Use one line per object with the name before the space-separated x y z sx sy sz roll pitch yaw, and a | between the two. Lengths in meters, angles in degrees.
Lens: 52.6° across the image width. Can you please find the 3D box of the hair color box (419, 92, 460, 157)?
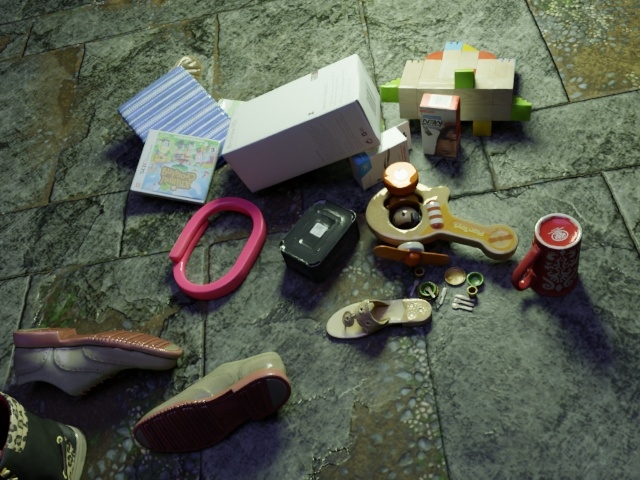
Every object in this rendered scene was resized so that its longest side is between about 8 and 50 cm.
hair color box | 0.306 -0.290 1.645 0.093 0.167 0.053 9 57 20

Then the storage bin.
storage bin | 0.000 0.000 1.567 0.122 0.084 0.180 27 66 29

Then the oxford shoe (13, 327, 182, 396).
oxford shoe | -0.511 0.282 1.490 0.396 0.140 0.147 2 87 10

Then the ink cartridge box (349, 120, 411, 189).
ink cartridge box | 0.168 -0.219 1.668 0.180 0.104 0.060 -28 52 -6

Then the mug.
mug | 0.486 0.042 1.363 0.113 0.169 0.150 27 65 28

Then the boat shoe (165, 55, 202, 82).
boat shoe | -0.469 -0.430 1.990 0.098 0.109 0.302 -3 58 57

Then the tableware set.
tableware set | 0.285 0.096 1.465 0.154 0.024 0.104 13 59 23

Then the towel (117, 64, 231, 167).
towel | -0.397 -0.330 1.872 0.243 0.040 0.336 -38 74 -11

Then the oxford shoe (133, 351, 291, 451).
oxford shoe | -0.228 0.343 1.383 0.348 0.123 0.130 -20 27 1

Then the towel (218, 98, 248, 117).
towel | -0.252 -0.380 1.938 0.151 0.023 0.113 9 59 19

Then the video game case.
video game case | -0.399 -0.205 1.795 0.212 0.023 0.194 10 72 6

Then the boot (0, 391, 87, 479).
boot | -0.579 0.496 1.229 0.138 0.284 0.378 -6 53 10

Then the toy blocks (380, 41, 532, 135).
toy blocks | 0.375 -0.438 1.751 0.381 0.191 0.261 4 45 16

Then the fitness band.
fitness band | -0.257 0.017 1.643 0.208 0.054 0.291 15 61 20

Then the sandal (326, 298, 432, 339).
sandal | 0.123 0.154 1.429 0.239 0.079 0.088 -9 54 8

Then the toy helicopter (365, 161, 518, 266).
toy helicopter | 0.271 -0.022 1.488 0.354 0.140 0.235 17 61 19

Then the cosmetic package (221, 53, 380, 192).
cosmetic package | -0.046 -0.297 1.669 0.384 0.156 0.217 -18 42 20

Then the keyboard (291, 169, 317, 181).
keyboard | -0.049 -0.245 1.783 0.100 0.038 0.192 0 54 14
